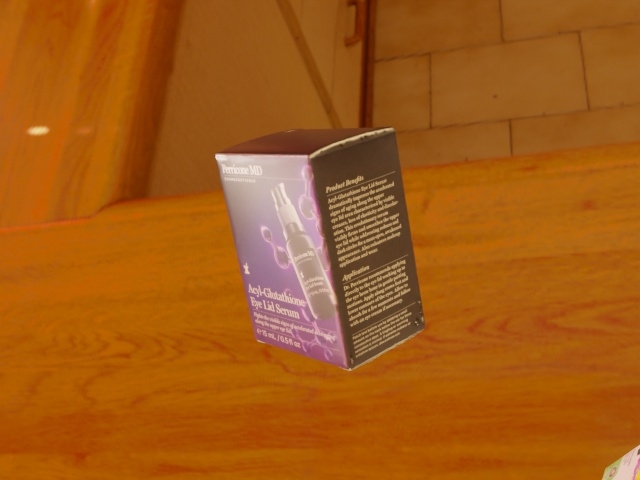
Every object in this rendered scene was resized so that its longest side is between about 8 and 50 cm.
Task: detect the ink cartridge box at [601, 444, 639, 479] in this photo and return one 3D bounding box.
[{"bbox_3d":[0.658,0.477,1.518,0.117,0.278,0.201,39,41,8],"label":"ink cartridge box"}]

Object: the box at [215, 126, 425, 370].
[{"bbox_3d":[0.000,0.000,0.765,0.108,0.207,0.153,-23,18,-36],"label":"box"}]
